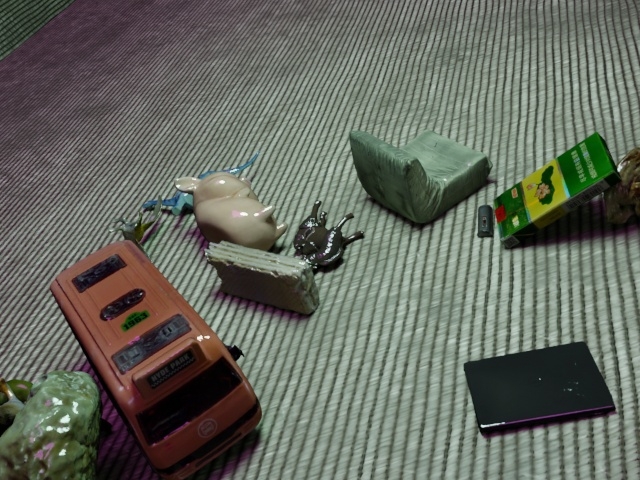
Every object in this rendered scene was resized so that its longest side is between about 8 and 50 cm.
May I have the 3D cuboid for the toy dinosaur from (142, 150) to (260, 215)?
[{"bbox_3d":[-0.287,-0.112,1.622,0.329,0.076,0.144,-25,37,7],"label":"toy dinosaur"}]

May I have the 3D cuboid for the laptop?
[{"bbox_3d":[0.324,0.220,1.017,0.197,0.016,0.135,-11,37,7],"label":"laptop"}]

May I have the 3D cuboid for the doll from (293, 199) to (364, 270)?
[{"bbox_3d":[0.000,0.000,1.385,0.139,0.057,0.165,23,58,37],"label":"doll"}]

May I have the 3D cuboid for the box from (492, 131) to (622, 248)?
[{"bbox_3d":[0.430,-0.092,1.247,0.235,0.034,0.132,-36,28,30],"label":"box"}]

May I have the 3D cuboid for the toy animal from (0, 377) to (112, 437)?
[{"bbox_3d":[-0.531,0.304,1.114,0.273,0.197,0.160,-36,47,-13],"label":"toy animal"}]

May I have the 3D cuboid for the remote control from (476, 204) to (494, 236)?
[{"bbox_3d":[0.327,-0.042,1.333,0.034,0.016,0.091,-9,38,20],"label":"remote control"}]

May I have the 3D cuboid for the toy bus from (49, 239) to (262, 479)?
[{"bbox_3d":[-0.287,0.180,1.131,0.203,0.233,0.427,-33,40,-19],"label":"toy bus"}]

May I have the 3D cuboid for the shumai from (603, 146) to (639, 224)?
[{"bbox_3d":[0.572,-0.100,1.211,0.105,0.123,0.139,-1,69,30],"label":"shumai"}]

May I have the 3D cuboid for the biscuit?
[{"bbox_3d":[-0.114,0.067,1.300,0.239,0.108,0.062,11,44,32],"label":"biscuit"}]

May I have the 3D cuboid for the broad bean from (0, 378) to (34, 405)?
[{"bbox_3d":[-0.617,0.297,1.269,0.214,0.048,0.070,-2,52,16],"label":"broad bean"}]

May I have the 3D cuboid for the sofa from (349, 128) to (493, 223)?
[{"bbox_3d":[0.209,-0.174,1.412,0.225,0.176,0.210,-32,40,-17],"label":"sofa"}]

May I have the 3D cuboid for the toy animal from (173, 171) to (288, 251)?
[{"bbox_3d":[-0.191,-0.055,1.450,0.154,0.166,0.250,-37,45,-10],"label":"toy animal"}]

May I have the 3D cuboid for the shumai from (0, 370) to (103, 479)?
[{"bbox_3d":[-0.428,0.307,0.957,0.222,0.225,0.260,8,68,-9],"label":"shumai"}]

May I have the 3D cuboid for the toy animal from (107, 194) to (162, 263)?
[{"bbox_3d":[-0.439,-0.020,1.538,0.155,0.095,0.219,-14,50,25],"label":"toy animal"}]
